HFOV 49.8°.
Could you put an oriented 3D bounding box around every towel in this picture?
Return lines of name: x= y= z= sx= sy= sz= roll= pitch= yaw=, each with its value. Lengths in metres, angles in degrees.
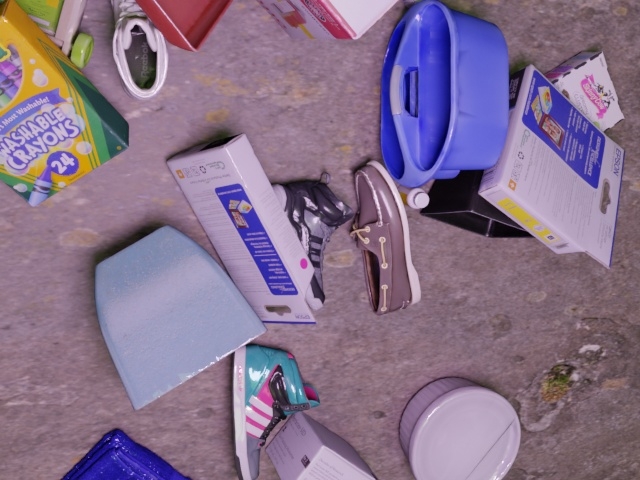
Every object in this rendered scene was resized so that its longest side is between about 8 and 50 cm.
towel: x=-0.372 y=0.546 z=1.384 sx=0.228 sy=0.076 sz=0.308 roll=-46 pitch=113 yaw=-4

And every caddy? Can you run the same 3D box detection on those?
caddy: x=0.206 y=-0.264 z=1.268 sx=0.179 sy=0.241 sz=0.342 roll=3 pitch=84 yaw=-24

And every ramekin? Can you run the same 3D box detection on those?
ramekin: x=0.302 y=0.436 z=1.554 sx=0.272 sy=0.127 sz=0.273 roll=-4 pitch=104 yaw=-17

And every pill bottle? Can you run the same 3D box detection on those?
pill bottle: x=0.189 y=-0.089 z=1.406 sx=0.043 sy=0.083 sz=0.043 roll=-4 pitch=105 yaw=-17

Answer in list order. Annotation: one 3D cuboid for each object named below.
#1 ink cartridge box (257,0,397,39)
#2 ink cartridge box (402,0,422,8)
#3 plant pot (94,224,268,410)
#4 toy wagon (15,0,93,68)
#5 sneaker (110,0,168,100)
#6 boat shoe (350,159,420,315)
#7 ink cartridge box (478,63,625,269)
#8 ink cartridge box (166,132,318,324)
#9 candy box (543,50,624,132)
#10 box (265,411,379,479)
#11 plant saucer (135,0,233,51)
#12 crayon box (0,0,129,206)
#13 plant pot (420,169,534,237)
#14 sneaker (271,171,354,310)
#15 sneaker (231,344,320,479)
ink cartridge box: x=-0.038 y=-0.466 z=1.075 sx=0.160 sy=0.385 sz=0.279 roll=-46 pitch=113 yaw=0
ink cartridge box: x=0.229 y=-0.620 z=1.297 sx=0.165 sy=0.065 sz=0.333 roll=41 pitch=90 yaw=-23
plant pot: x=-0.263 y=0.118 z=1.226 sx=0.247 sy=0.248 sz=0.252 roll=-30 pitch=86 yaw=-9
toy wagon: x=-0.462 y=-0.434 z=1.065 sx=0.267 sy=0.068 sz=0.345 roll=19 pitch=109 yaw=-10
sneaker: x=-0.292 y=-0.377 z=1.128 sx=0.108 sy=0.169 sz=0.293 roll=-7 pitch=104 yaw=-15
boat shoe: x=0.118 y=0.002 z=1.391 sx=0.096 sy=0.116 sz=0.325 roll=-22 pitch=115 yaw=-15
ink cartridge box: x=0.462 y=-0.137 z=1.346 sx=0.307 sy=0.072 sz=0.304 roll=35 pitch=58 yaw=-23
ink cartridge box: x=-0.129 y=-0.009 z=1.269 sx=0.069 sy=0.175 sz=0.371 roll=-42 pitch=115 yaw=-40
candy box: x=0.532 y=-0.286 z=1.478 sx=0.196 sy=0.070 sz=0.165 roll=-32 pitch=111 yaw=-8
box: x=0.005 y=0.473 z=1.434 sx=0.182 sy=0.181 sz=0.119 roll=40 pitch=86 yaw=-21
plant saucer: x=-0.258 y=-0.446 z=1.099 sx=0.047 sy=0.258 sz=0.259 roll=-24 pitch=121 yaw=28
crayon box: x=-0.481 y=-0.222 z=1.069 sx=0.203 sy=0.083 sz=0.323 roll=-29 pitch=131 yaw=11
plant pot: x=0.343 y=-0.109 z=1.410 sx=0.188 sy=0.187 sz=0.167 roll=15 pitch=84 yaw=-21
sneaker: x=0.000 y=0.000 z=1.354 sx=0.153 sy=0.101 sz=0.269 roll=-20 pitch=106 yaw=-10
sneaker: x=-0.089 y=0.351 z=1.406 sx=0.178 sy=0.124 sz=0.296 roll=-1 pitch=103 yaw=-6
